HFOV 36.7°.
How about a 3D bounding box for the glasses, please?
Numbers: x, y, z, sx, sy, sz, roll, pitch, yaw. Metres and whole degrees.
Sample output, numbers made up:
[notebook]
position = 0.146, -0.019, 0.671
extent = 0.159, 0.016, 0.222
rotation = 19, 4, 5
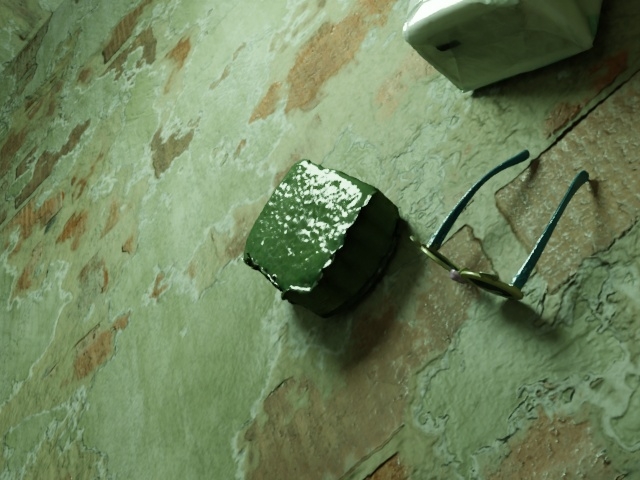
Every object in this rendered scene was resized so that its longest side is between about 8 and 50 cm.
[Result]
[glasses]
position = 0.258, -0.014, 1.300
extent = 0.221, 0.088, 0.190
rotation = -40, 32, -13

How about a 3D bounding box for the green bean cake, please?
[green bean cake]
position = 0.000, 0.000, 1.519
extent = 0.222, 0.125, 0.227
rotation = -55, 36, -4

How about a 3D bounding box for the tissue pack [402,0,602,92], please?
[tissue pack]
position = 0.295, -0.429, 1.456
extent = 0.266, 0.194, 0.356
rotation = -11, 54, 50
